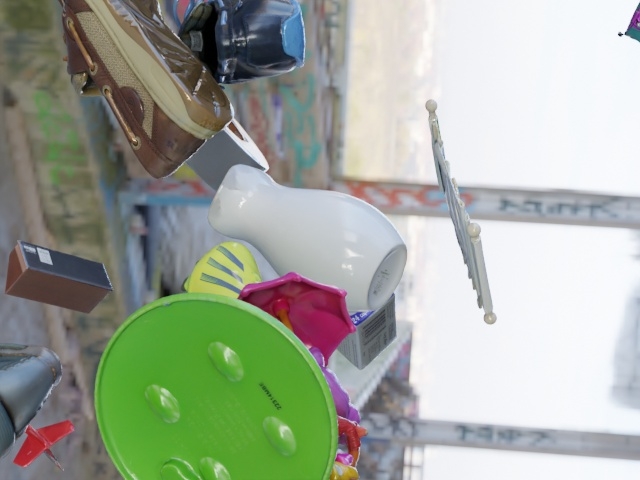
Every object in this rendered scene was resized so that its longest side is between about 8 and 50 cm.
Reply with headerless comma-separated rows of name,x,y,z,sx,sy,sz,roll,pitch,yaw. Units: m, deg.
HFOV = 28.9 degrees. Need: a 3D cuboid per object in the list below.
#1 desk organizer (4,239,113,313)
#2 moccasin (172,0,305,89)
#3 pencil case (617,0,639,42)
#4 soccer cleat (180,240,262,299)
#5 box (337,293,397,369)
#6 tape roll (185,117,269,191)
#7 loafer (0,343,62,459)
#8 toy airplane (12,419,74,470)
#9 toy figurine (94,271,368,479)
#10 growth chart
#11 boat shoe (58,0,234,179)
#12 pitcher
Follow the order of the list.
desk organizer,-0.324,0.047,1.517,0.130,0.050,0.047,20,34,-46
moccasin,-0.120,-0.254,1.497,0.342,0.117,0.137,-174,-104,-72
pencil case,0.467,-0.254,1.609,0.070,0.152,0.064,-46,169,-52
soccer cleat,-0.074,0.082,1.166,0.093,0.121,0.289,58,18,-22
box,0.026,0.077,1.586,0.072,0.137,0.126,-40,154,-18
tape roll,-0.171,-0.161,1.769,0.219,0.072,0.219,48,7,-8
loafer,-0.284,0.119,0.892,0.084,0.268,0.096,-40,114,-43
toy airplane,-0.308,0.177,1.235,0.028,0.151,0.151,98,0,-48
toy figurine,-0.016,0.085,0.683,0.173,0.130,0.159,53,24,-1
growth chart,0.163,-0.030,1.459,0.172,0.021,0.237,73,3,-47
boat shoe,-0.226,-0.203,1.311,0.123,0.342,0.123,-48,155,19
pitcher,0.000,0.000,1.408,0.178,0.207,0.125,14,102,-64
